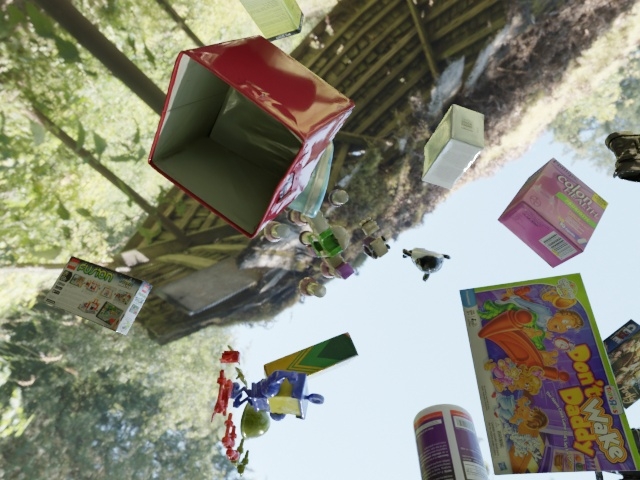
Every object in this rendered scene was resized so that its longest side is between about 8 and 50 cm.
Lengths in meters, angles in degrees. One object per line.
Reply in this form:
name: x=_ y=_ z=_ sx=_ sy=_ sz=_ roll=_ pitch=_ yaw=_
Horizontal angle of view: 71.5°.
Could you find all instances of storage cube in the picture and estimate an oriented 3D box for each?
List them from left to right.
storage cube: x=-0.096 y=-0.159 z=0.645 sx=0.184 sy=0.215 sz=0.193 roll=-56 pitch=177 yaw=37

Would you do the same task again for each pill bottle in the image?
pill bottle: x=0.367 y=0.639 z=1.239 sx=0.181 sy=0.181 sz=0.323 roll=-33 pitch=-150 yaw=25

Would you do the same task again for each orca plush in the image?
orca plush: x=0.326 y=0.082 z=1.455 sx=0.287 sy=0.151 sz=0.102 roll=-154 pitch=-109 yaw=-77

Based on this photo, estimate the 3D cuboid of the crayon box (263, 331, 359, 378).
crayon box: x=-0.059 y=0.385 z=1.345 sx=0.318 sy=0.081 sz=0.202 roll=-19 pitch=161 yaw=-15

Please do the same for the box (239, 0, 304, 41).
box: x=-0.124 y=-0.507 z=0.884 sx=0.087 sy=0.232 sz=0.058 roll=-4 pitch=-113 yaw=27

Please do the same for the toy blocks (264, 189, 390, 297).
toy blocks: x=0.000 y=0.000 z=1.482 sx=0.309 sy=0.289 sz=0.260 roll=-34 pitch=-169 yaw=-16

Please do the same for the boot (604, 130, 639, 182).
boot: x=1.023 y=-0.252 z=1.365 sx=0.262 sy=0.091 sz=0.229 roll=-2 pitch=-139 yaw=17

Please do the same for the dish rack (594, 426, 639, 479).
dish rack: x=0.707 y=0.563 z=1.054 sx=0.074 sy=0.271 sz=0.208 roll=-2 pitch=-118 yaw=18

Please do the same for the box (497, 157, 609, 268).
box: x=0.682 y=-0.084 z=1.301 sx=0.243 sy=0.213 sz=0.117 roll=-43 pitch=172 yaw=-32

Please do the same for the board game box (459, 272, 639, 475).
board game box: x=0.418 y=0.251 z=0.856 sx=0.233 sy=0.078 sz=0.347 roll=-11 pitch=-117 yaw=16

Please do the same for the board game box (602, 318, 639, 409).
board game box: x=0.842 y=0.343 z=1.216 sx=0.165 sy=0.243 sz=0.042 roll=-43 pitch=-155 yaw=8

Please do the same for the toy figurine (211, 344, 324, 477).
toy figurine: x=-0.097 y=0.399 z=1.022 sx=0.217 sy=0.363 sz=0.191 roll=-2 pitch=-139 yaw=3

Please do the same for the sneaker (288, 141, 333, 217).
sneaker: x=-0.080 y=-0.218 z=1.256 sx=0.319 sy=0.208 sz=0.127 roll=-82 pitch=-169 yaw=-45

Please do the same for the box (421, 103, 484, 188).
box: x=0.347 y=-0.244 z=1.174 sx=0.170 sy=0.091 sz=0.130 roll=116 pitch=-11 yaw=-58

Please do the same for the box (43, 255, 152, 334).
box: x=-0.471 y=0.113 z=0.939 sx=0.207 sy=0.036 sz=0.114 roll=15 pitch=-112 yaw=20
